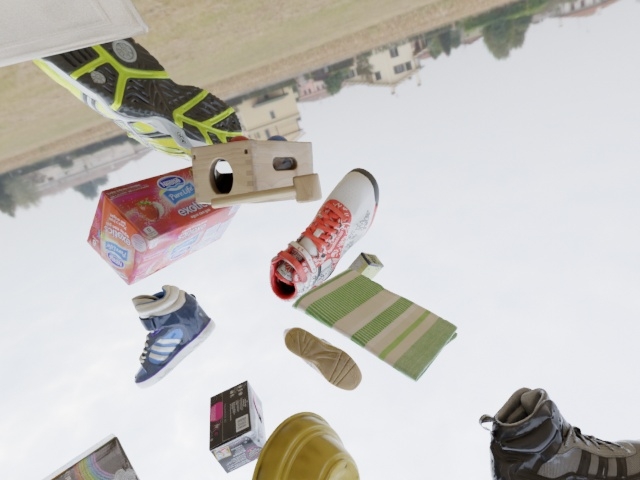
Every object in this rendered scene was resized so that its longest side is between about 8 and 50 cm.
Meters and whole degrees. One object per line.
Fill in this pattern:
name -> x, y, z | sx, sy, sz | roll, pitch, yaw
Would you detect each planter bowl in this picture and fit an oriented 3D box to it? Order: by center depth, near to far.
planter bowl -> 0.001, 0.385, 0.654 | 0.090, 0.217, 0.217 | -12, -160, 38

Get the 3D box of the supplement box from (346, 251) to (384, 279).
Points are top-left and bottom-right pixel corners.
supplement box -> 0.150, 0.090, 1.407 | 0.083, 0.083, 0.056 | 12, -146, -47

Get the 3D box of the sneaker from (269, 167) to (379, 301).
sneaker -> 0.001, 0.001, 0.748 | 0.090, 0.270, 0.145 | 41, -144, 15

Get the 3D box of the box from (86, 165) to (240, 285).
box -> -0.285, -0.042, 0.805 | 0.128, 0.122, 0.257 | -52, 172, 34

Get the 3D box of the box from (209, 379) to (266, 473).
box -> -0.293, 0.659, 1.515 | 0.163, 0.142, 0.247 | -24, -153, -3

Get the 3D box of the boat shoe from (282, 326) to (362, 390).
boat shoe -> 0.005, 0.339, 1.252 | 0.098, 0.277, 0.096 | -52, -167, -10

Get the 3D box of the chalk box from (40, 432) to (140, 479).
chalk box -> -0.478, 0.505, 0.830 | 0.213, 0.133, 0.132 | -28, 176, -33

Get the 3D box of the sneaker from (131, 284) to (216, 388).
sneaker -> -0.505, 0.274, 1.282 | 0.322, 0.236, 0.130 | -39, -163, 6

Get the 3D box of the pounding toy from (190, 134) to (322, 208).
pounding toy -> -0.083, -0.098, 0.574 | 0.205, 0.094, 0.181 | 4, -169, 38

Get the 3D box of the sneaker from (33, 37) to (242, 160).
sneaker -> -0.319, -0.231, 0.727 | 0.147, 0.384, 0.145 | -16, -121, 36

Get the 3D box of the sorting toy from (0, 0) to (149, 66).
sorting toy -> -0.242, -0.197, 0.286 | 0.347, 0.047, 0.196 | -13, 168, 0

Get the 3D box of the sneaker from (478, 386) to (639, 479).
sneaker -> 0.360, 0.281, 0.593 | 0.268, 0.153, 0.101 | -12, 173, 0

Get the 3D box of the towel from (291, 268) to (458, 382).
towel -> 0.126, 0.176, 0.967 | 0.324, 0.038, 0.247 | 27, -151, 29
